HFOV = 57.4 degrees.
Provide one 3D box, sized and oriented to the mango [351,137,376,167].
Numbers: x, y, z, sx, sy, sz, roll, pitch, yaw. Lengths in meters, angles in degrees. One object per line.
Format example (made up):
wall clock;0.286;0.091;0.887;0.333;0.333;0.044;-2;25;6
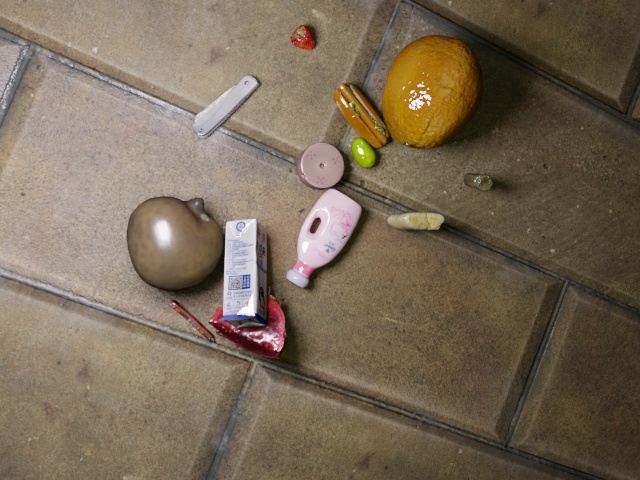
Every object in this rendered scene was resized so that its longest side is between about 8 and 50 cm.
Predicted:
mango;0.144;-0.295;1.970;0.073;0.056;0.108;-21;99;16

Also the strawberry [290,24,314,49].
strawberry;-0.055;-0.659;1.914;0.083;0.073;0.073;32;84;-49

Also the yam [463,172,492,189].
yam;0.545;-0.206;2.037;0.054;0.132;0.054;-2;102;-12

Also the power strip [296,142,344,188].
power strip;0.001;-0.245;1.930;0.154;0.078;0.154;0;89;-14

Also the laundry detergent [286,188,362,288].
laundry detergent;0.000;0.000;1.936;0.159;0.088;0.335;32;85;-8

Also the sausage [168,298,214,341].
sausage;-0.413;0.256;1.880;0.198;0.025;0.028;44;114;-11

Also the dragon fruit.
dragon fruit;-0.188;0.257;1.878;0.262;0.134;0.211;23;70;22

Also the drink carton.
drink carton;-0.227;0.100;1.799;0.106;0.130;0.315;-5;68;9

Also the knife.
knife;-0.307;-0.431;1.869;0.265;0.040;0.073;-44;90;-8

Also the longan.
longan;-0.437;0.000;1.754;0.300;0.243;0.300;-6;103;-28

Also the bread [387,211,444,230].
bread;0.316;-0.063;1.963;0.139;0.178;0.060;1;91;-11

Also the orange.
orange;0.351;-0.467;1.882;0.322;0.322;0.357;24;92;-13

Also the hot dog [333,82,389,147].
hot dog;0.140;-0.420;1.961;0.100;0.068;0.249;-43;101;-9
